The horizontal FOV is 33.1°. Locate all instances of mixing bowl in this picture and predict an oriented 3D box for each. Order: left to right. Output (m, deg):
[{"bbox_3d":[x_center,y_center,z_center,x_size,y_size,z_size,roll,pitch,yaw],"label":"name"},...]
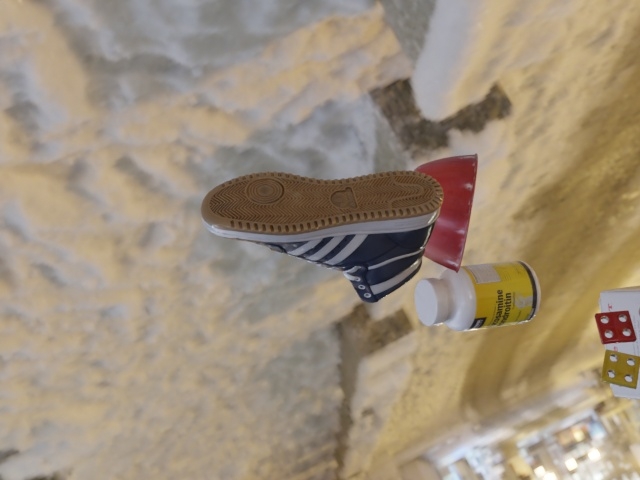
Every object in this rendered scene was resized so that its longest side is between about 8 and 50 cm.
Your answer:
[{"bbox_3d":[0.172,-0.047,1.606,0.098,0.181,0.181,8,167,4],"label":"mixing bowl"}]

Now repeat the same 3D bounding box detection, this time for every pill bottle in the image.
[{"bbox_3d":[0.247,0.089,1.705,0.184,0.103,0.103,-5,159,-22],"label":"pill bottle"}]

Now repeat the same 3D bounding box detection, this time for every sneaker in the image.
[{"bbox_3d":[0.000,0.000,1.287,0.282,0.099,0.153,-3,139,-7],"label":"sneaker"}]

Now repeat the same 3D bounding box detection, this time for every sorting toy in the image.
[{"bbox_3d":[0.497,0.147,1.440,0.274,0.132,0.046,-7,145,-3],"label":"sorting toy"}]

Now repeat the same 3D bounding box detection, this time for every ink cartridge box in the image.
[{"bbox_3d":[0.695,0.197,2.092,0.131,0.226,0.306,-7,180,-20],"label":"ink cartridge box"}]
